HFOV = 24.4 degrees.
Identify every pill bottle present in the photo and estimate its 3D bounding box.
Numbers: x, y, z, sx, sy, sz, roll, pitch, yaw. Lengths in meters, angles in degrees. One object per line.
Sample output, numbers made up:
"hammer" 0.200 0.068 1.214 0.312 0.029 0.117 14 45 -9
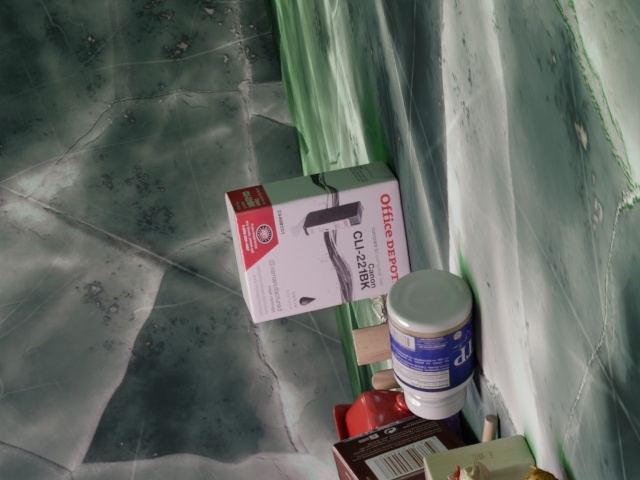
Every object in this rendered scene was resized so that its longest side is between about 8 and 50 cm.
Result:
"pill bottle" 0.147 0.140 1.936 0.112 0.112 0.187 -107 7 -49

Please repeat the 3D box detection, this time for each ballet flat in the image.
"ballet flat" 0.111 0.108 2.725 0.041 0.041 0.114 86 171 -58

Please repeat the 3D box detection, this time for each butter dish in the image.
"butter dish" 0.115 0.279 2.241 0.160 0.160 0.118 -103 27 -51

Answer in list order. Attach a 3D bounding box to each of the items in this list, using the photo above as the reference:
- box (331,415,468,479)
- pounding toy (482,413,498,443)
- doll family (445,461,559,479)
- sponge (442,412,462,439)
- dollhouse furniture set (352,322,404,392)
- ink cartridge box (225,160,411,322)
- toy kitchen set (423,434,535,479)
"box" 0.134 0.383 2.121 0.167 0.168 0.203 -138 33 -68
"pounding toy" 0.199 0.365 1.850 0.237 0.110 0.183 -106 7 -45
"doll family" 0.205 0.320 1.512 0.163 0.118 0.263 -65 21 7
"sponge" 0.182 0.231 2.218 0.117 0.031 0.210 -108 7 -61
"dollhouse furniture set" 0.112 0.181 2.362 0.151 0.123 0.144 -122 21 -77
"ink cartridge box" 0.000 0.000 2.405 0.114 0.272 0.197 -122 21 -67
"toy kitchen set" 0.205 0.357 1.682 0.207 0.122 0.166 -108 9 -58
